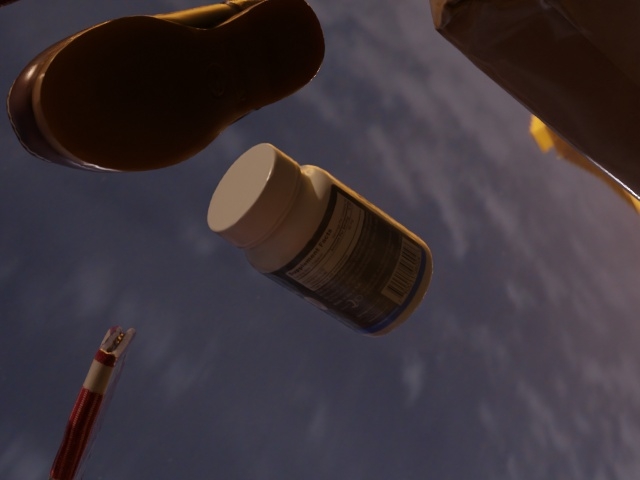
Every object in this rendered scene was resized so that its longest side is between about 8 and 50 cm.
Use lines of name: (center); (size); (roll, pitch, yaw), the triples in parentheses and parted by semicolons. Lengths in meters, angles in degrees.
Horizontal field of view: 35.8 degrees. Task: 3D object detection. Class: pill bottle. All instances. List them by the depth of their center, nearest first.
pill bottle: (0.000, 0.000, 0.641); (0.137, 0.078, 0.078); (34, -141, -28)

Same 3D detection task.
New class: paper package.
paper package: (0.213, -0.182, 0.634); (0.309, 0.168, 0.324); (33, -147, -27)

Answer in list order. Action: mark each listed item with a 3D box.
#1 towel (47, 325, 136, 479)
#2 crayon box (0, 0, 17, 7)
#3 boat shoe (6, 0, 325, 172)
towel: (-0.256, 0.246, 0.956); (0.037, 0.329, 0.237); (20, 179, -7)
crayon box: (-0.356, -0.289, 0.729); (0.363, 0.106, 0.313); (-32, -112, -33)
boat shoe: (-0.080, -0.079, 0.505); (0.207, 0.073, 0.073); (-28, -69, -52)
